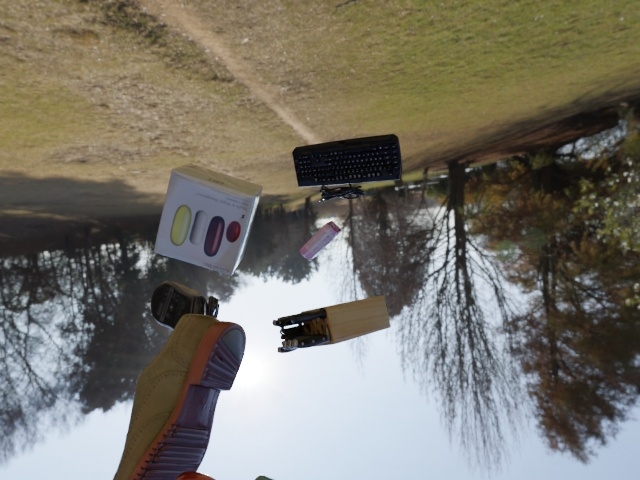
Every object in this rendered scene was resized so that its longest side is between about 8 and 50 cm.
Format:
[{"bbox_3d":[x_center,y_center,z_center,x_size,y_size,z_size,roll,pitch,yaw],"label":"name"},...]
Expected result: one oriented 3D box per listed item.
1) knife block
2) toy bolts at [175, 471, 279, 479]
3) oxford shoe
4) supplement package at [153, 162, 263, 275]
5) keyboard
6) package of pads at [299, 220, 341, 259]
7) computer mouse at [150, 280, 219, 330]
[{"bbox_3d":[0.033,0.197,0.957,0.276,0.088,0.242,-12,171,2],"label":"knife block"},{"bbox_3d":[-0.047,0.305,0.303,0.158,0.218,0.228,-8,-158,7],"label":"toy bolts"},{"bbox_3d":[-0.247,0.282,0.644,0.130,0.348,0.123,12,152,27],"label":"oxford shoe"},{"bbox_3d":[-0.266,-0.055,0.982,0.194,0.203,0.149,17,-165,-5],"label":"supplement package"},{"bbox_3d":[0.037,-0.109,0.651,0.192,0.100,0.038,0,-156,32],"label":"keyboard"},{"bbox_3d":[0.000,0.000,0.793,0.083,0.032,0.050,-45,177,17],"label":"package of pads"},{"bbox_3d":[-0.359,0.198,1.081,0.272,0.188,0.072,22,-178,39],"label":"computer mouse"}]
